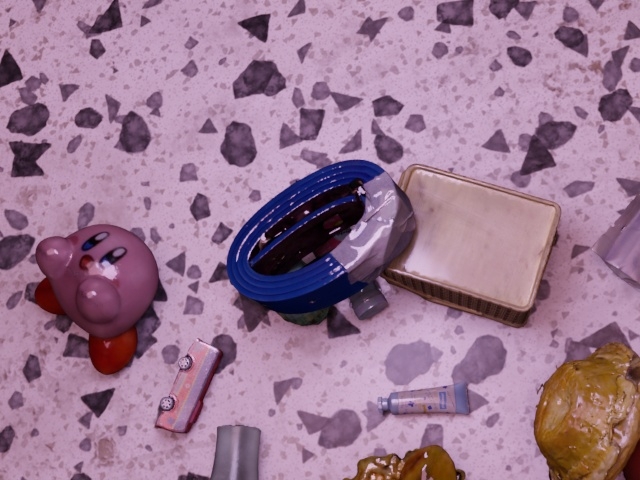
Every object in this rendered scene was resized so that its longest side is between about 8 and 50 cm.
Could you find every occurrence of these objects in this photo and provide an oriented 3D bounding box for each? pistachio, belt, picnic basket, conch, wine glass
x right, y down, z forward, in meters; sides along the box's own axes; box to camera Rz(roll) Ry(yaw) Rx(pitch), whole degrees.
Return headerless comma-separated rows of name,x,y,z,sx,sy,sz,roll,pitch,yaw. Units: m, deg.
pistachio,0.187,0.459,1.796,0.110,0.100,0.189,20,69,-4
belt,0.000,0.000,1.839,0.347,0.117,0.212,-32,62,10
picnic basket,0.276,0.009,1.923,0.312,0.175,0.228,17,78,12
conch,-0.080,0.083,1.998,0.188,0.176,0.122,21,41,37
wine glass,-0.166,0.471,1.923,0.103,0.103,0.231,-1,72,12

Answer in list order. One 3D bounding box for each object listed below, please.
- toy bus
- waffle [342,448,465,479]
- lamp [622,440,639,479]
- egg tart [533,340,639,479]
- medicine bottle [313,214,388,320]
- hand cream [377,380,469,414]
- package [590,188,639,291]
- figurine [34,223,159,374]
toy bus,-0.261,0.293,2.016,0.077,0.065,0.192,21,80,9
waffle,0.156,0.531,1.861,0.300,0.058,0.282,-11,71,10
lamp,0.616,0.357,1.726,0.227,0.227,0.227,-3,74,11
egg tart,0.450,0.300,1.745,0.116,0.295,0.295,25,80,-10
medicine bottle,0.052,0.050,2.000,0.090,0.090,0.217,-31,71,2
hand cream,0.194,0.306,1.924,0.170,0.043,0.065,-6,75,6
package,0.666,0.018,1.898,0.251,0.062,0.204,39,85,6
figurine,-0.437,0.082,2.049,0.211,0.261,0.269,-36,67,-29
